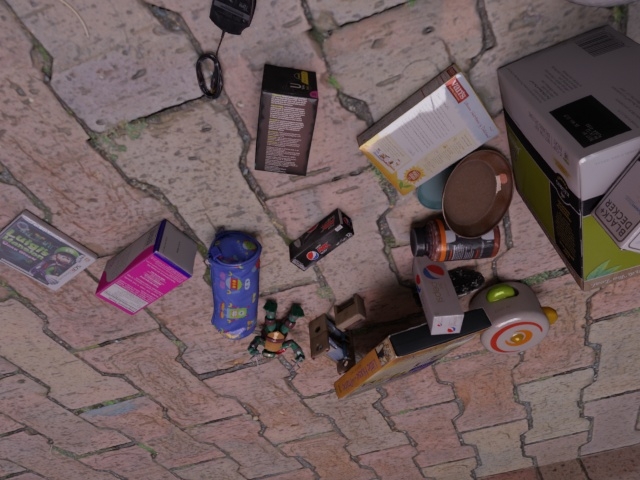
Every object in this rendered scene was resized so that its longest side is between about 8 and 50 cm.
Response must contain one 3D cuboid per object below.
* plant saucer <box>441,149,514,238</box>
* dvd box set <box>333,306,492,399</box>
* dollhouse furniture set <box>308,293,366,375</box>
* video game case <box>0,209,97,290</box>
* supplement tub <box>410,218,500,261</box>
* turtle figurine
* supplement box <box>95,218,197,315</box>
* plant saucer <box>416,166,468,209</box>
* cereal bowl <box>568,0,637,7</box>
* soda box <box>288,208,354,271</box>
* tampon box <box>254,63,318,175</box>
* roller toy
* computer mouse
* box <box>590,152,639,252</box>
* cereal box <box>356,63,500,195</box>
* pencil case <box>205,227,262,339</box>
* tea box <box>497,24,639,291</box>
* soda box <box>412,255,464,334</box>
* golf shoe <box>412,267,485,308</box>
[{"bbox_3d":[0.342,-0.104,1.026,0.198,0.036,0.199,-8,110,-21],"label":"plant saucer"},{"bbox_3d":[0.239,0.326,1.290,0.307,0.062,0.420,-11,153,-24],"label":"dvd box set"},{"bbox_3d":[0.077,0.272,1.321,0.183,0.129,0.129,-36,126,24],"label":"dollhouse furniture set"},{"bbox_3d":[-0.669,0.031,1.105,0.173,0.022,0.190,-31,127,21],"label":"video game case"},{"bbox_3d":[0.320,-0.002,1.111,0.197,0.106,0.106,-5,132,-2],"label":"supplement tub"},{"bbox_3d":[-0.131,0.287,1.326,0.175,0.118,0.234,2,118,-27],"label":"turtle figurine"},{"bbox_3d":[-0.414,0.068,1.103,0.219,0.111,0.114,-30,129,21],"label":"supplement box"},{"bbox_3d":[0.277,-0.122,1.055,0.119,0.021,0.120,-3,133,-3],"label":"plant saucer"},{"bbox_3d":[0.467,-0.501,0.652,0.338,0.141,0.339,-2,133,-2],"label":"cereal bowl"},{"bbox_3d":[0.000,0.000,1.114,0.168,0.060,0.053,-37,127,24],"label":"soda box"},{"bbox_3d":[-0.066,-0.223,0.864,0.101,0.121,0.161,5,132,-9],"label":"tampon box"},{"bbox_3d":[0.537,0.227,1.311,0.209,0.146,0.191,15,129,-19],"label":"roller toy"},{"bbox_3d":[-0.166,-0.354,0.800,0.071,0.041,0.242,23,134,-13],"label":"computer mouse"},{"bbox_3d":[0.530,-0.105,0.607,0.169,0.087,0.290,10,127,-13],"label":"box"},{"bbox_3d":[0.219,-0.216,0.947,0.240,0.047,0.173,-34,127,22],"label":"cereal box"},{"bbox_3d":[-0.218,0.118,1.159,0.133,0.119,0.306,-8,134,-19],"label":"pencil case"},{"bbox_3d":[0.505,-0.149,0.845,0.219,0.329,0.324,-19,132,11],"label":"tea box"},{"bbox_3d":[0.287,0.127,1.150,0.073,0.216,0.069,-4,130,-1],"label":"soda box"},{"bbox_3d":[0.359,0.140,1.275,0.198,0.077,0.094,-21,142,22],"label":"golf shoe"}]
